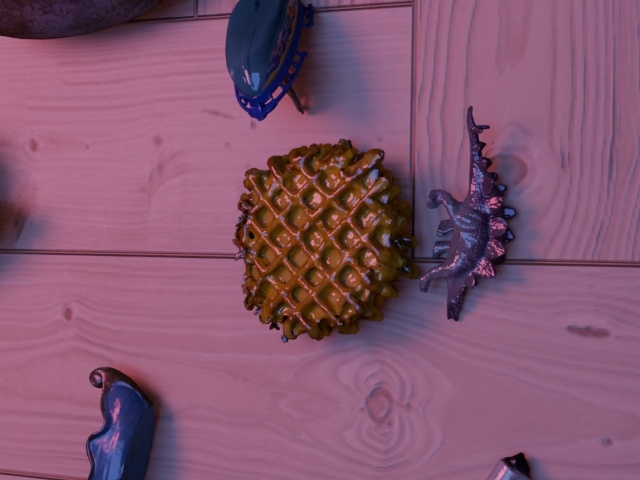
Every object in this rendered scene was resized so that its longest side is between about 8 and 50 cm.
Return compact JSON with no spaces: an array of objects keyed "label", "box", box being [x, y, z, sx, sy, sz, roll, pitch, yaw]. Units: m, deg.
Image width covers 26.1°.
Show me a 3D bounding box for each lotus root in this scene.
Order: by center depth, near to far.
[{"label":"lotus root","box":[-0.241,-0.292,1.443,0.322,0.140,0.158,-2,64,20]}]

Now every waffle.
[{"label":"waffle","box":[0.000,0.000,1.355,0.197,0.070,0.193,-12,84,28]}]

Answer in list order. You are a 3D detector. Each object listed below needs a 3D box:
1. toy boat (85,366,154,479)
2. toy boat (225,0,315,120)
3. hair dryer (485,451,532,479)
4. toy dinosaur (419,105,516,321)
[{"label":"toy boat","box":[-0.227,0.228,1.457,0.077,0.075,0.185,14,93,17]},{"label":"toy boat","box":[-0.041,-0.168,1.366,0.091,0.110,0.175,-19,39,24]},{"label":"hair dryer","box":[0.134,0.303,1.295,0.131,0.073,0.236,36,95,21]},{"label":"toy dinosaur","box":[0.141,-0.023,1.297,0.082,0.039,0.209,8,104,23]}]
